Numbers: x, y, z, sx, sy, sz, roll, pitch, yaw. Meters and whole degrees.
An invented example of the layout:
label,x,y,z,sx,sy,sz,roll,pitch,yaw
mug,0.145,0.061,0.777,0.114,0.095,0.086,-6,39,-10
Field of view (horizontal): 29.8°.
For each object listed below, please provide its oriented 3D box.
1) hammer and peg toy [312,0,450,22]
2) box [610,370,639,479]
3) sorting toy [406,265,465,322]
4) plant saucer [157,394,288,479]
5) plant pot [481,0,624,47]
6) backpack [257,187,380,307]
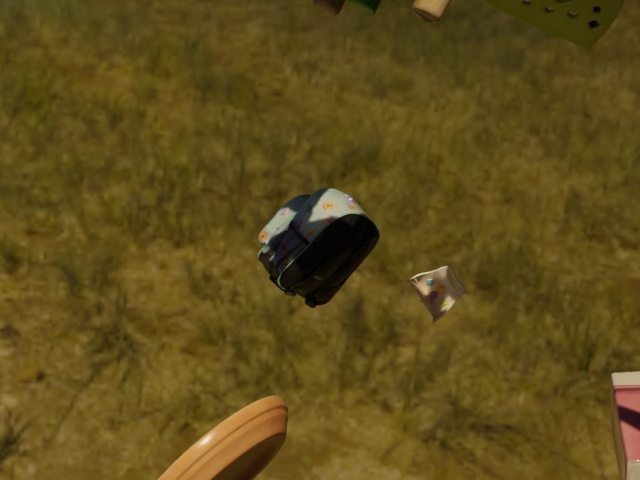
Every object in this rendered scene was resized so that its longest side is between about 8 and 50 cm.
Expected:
label,x,y,z,sx,sy,sz,roll,pitch,yaw
hammer and peg toy,-0.011,-0.366,1.375,0.266,0.127,0.361,34,-10,-39
box,0.565,0.346,2.025,0.127,0.148,0.232,-4,31,8
sorting toy,0.199,0.082,2.002,0.083,0.075,0.045,59,23,11
plant saucer,-0.107,0.246,1.291,0.037,0.200,0.200,47,28,16
plant pot,0.401,-0.474,1.896,0.228,0.227,0.207,20,-20,-13
backpack,0.000,0.000,2.077,0.166,0.188,0.144,31,21,-49
